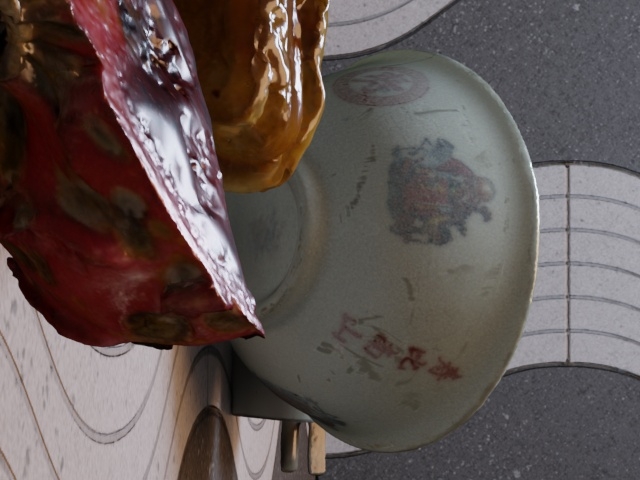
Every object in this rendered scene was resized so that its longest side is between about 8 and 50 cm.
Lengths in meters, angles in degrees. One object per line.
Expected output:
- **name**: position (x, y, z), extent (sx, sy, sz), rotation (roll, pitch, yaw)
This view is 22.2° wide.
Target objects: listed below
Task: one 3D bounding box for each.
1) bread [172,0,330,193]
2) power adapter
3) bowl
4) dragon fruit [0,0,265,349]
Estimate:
- **bread**: position (-0.086, -0.203, 1.034), extent (0.149, 0.195, 0.344), rotation (47, 45, -75)
- **power adapter**: position (-0.019, 0.150, 1.938), extent (0.187, 0.124, 0.255), rotation (-5, -95, 57)
- **bowl**: position (0.000, 0.000, 1.676), extent (0.196, 0.435, 0.435), rotation (7, 79, -40)
- **dragon fruit**: position (-0.142, -0.077, 0.808), extent (0.211, 0.134, 0.262), rotation (58, 15, -60)
